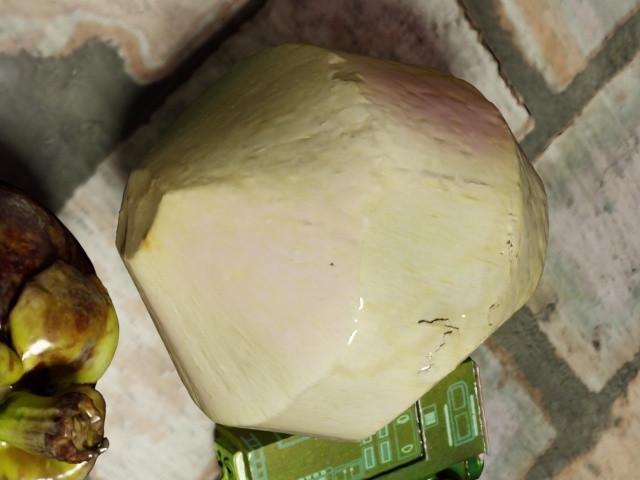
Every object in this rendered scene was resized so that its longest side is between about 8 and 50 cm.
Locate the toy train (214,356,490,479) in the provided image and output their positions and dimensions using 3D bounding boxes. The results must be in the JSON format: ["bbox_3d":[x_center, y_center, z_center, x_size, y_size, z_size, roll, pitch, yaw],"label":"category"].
[{"bbox_3d":[0.018,0.166,0.945,0.226,0.090,0.137,-17,110,-25],"label":"toy train"}]

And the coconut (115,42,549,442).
[{"bbox_3d":[0.000,0.000,0.779,0.259,0.259,0.259,-12,114,-27],"label":"coconut"}]

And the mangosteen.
[{"bbox_3d":[-0.193,0.065,0.695,0.192,0.217,0.192,-17,119,-32],"label":"mangosteen"}]
